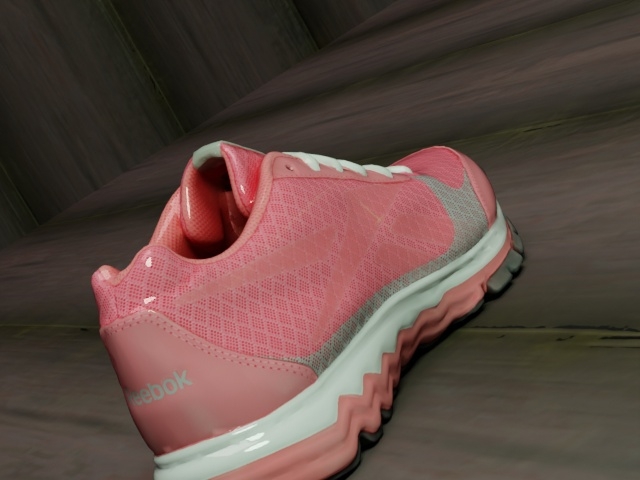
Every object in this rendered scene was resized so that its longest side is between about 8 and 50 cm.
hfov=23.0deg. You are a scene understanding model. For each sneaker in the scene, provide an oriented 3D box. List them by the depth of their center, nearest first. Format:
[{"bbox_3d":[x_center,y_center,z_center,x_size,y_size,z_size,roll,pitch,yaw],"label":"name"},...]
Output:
[{"bbox_3d":[0.000,0.000,0.740,0.116,0.136,0.314,-22,14,31],"label":"sneaker"}]
